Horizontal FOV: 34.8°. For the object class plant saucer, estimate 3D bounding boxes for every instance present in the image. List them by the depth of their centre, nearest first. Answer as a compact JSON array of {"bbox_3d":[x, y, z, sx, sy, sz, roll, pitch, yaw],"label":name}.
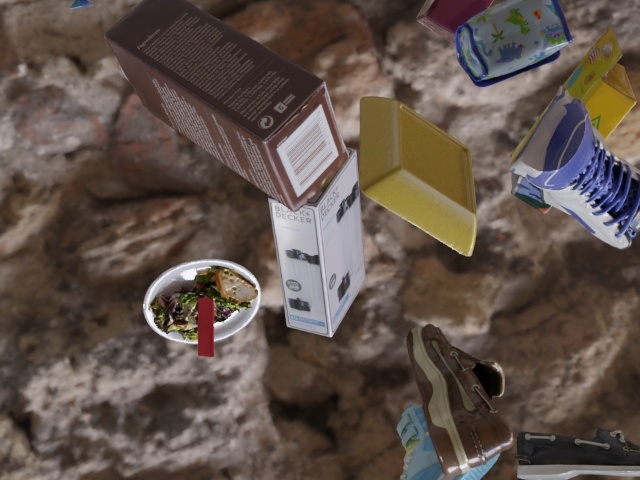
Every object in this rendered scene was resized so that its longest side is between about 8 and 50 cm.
[{"bbox_3d":[0.239,-0.168,2.326,0.081,0.332,0.333,-41,-149,36],"label":"plant saucer"}]

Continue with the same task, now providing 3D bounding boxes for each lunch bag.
[{"bbox_3d":[0.250,-0.266,1.355,0.128,0.096,0.151,-21,-174,2],"label":"lunch bag"}]

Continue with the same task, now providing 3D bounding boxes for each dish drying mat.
[{"bbox_3d":[-0.162,0.123,1.452,0.032,0.083,0.008,-1,178,42],"label":"dish drying mat"}]

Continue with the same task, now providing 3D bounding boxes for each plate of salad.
[{"bbox_3d":[-0.196,0.111,1.712,0.199,0.200,0.048,-19,-136,1],"label":"plate of salad"}]

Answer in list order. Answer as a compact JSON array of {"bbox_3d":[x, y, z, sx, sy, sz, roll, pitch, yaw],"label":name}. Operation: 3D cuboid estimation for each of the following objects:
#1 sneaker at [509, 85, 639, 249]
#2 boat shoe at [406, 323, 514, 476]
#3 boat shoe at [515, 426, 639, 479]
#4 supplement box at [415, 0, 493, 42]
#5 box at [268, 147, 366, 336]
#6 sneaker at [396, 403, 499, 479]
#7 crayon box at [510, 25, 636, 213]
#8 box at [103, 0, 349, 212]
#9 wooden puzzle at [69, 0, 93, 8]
[{"bbox_3d":[0.355,-0.085,1.314,0.127,0.182,0.315,-59,165,1],"label":"sneaker"},{"bbox_3d":[0.161,0.167,1.138,0.095,0.095,0.257,-20,-155,6],"label":"boat shoe"},{"bbox_3d":[0.506,0.383,1.852,0.302,0.091,0.114,-4,161,12],"label":"boat shoe"},{"bbox_3d":[0.217,-0.378,1.625,0.104,0.080,0.188,-59,-175,9],"label":"supplement box"},{"bbox_3d":[0.000,0.000,1.721,0.087,0.290,0.169,12,-138,22],"label":"box"},{"bbox_3d":[0.195,0.465,2.109,0.319,0.208,0.127,-40,148,-9],"label":"sneaker"},{"bbox_3d":[0.477,-0.225,1.892,0.318,0.081,0.202,-56,-173,28],"label":"crayon box"},{"bbox_3d":[-0.147,-0.224,1.594,0.381,0.191,0.143,34,-108,29],"label":"box"},{"bbox_3d":[-0.295,-0.359,1.316,0.078,0.116,0.014,-1,-174,1],"label":"wooden puzzle"}]
